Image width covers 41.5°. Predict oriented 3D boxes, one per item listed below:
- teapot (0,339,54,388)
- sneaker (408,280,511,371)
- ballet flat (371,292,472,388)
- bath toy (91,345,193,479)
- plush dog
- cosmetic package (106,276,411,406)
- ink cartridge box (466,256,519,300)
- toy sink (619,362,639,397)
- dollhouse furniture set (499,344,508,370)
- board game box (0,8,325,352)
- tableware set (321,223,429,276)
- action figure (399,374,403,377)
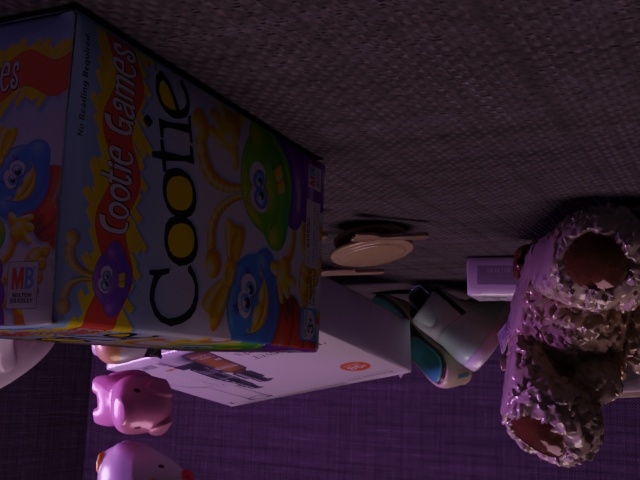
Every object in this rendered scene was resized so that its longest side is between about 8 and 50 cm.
[{"bbox_3d":[-0.425,0.067,0.931,0.256,0.187,0.252,-16,-162,1],"label":"teapot"},{"bbox_3d":[0.223,0.106,1.366,0.151,0.094,0.256,39,-162,6],"label":"sneaker"},{"bbox_3d":[0.171,0.164,1.412,0.086,0.086,0.248,8,-156,-31],"label":"ballet flat"},{"bbox_3d":[-0.236,0.192,1.109,0.129,0.348,0.151,-1,-175,11],"label":"bath toy"},{"bbox_3d":[0.304,0.075,0.812,0.225,0.262,0.210,11,-156,4],"label":"plush dog"},{"bbox_3d":[-0.093,0.159,1.296,0.377,0.097,0.284,-18,151,34],"label":"cosmetic package"},{"bbox_3d":[0.301,0.060,1.107,0.181,0.056,0.224,-2,168,21],"label":"ink cartridge box"},{"bbox_3d":[0.399,0.137,1.143,0.153,0.131,0.234,-3,-178,-5],"label":"toy sink"},{"bbox_3d":[0.492,0.210,1.359,0.374,0.201,0.152,-16,162,32],"label":"dollhouse furniture set"},{"bbox_3d":[-0.117,-0.008,0.507,0.144,0.142,0.275,-3,170,24],"label":"board game box"},{"bbox_3d":[0.000,0.000,0.853,0.194,0.039,0.128,-1,160,-21],"label":"tableware set"},{"bbox_3d":[0.016,0.207,1.890,0.330,0.178,0.341,8,-161,-1],"label":"action figure"}]
